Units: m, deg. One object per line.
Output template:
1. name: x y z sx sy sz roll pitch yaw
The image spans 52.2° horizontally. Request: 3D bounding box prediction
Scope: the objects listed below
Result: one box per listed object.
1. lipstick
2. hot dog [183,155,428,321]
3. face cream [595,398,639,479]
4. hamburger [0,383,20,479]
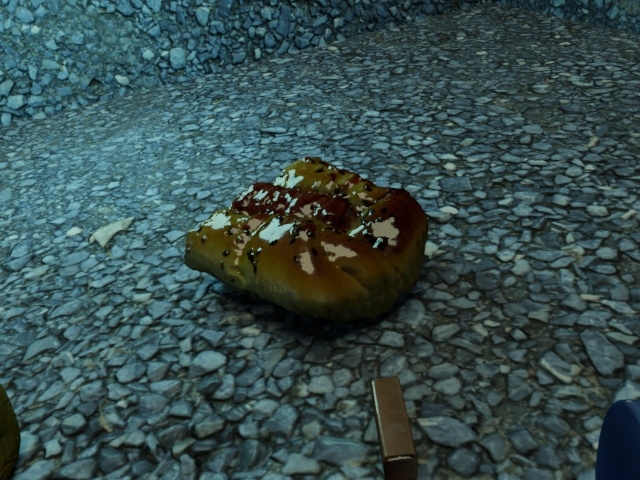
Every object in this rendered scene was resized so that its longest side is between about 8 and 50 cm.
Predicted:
1. lipstick: 0.098 0.252 0.884 0.045 0.045 0.145 -9 32 2
2. hot dog: 0.000 0.000 1.182 0.367 0.196 0.365 -33 44 -31
3. face cream: 0.393 0.276 0.595 0.224 0.249 0.249 2 33 9
4. hamburger: -0.505 0.267 0.859 0.122 0.190 0.215 -14 33 8
